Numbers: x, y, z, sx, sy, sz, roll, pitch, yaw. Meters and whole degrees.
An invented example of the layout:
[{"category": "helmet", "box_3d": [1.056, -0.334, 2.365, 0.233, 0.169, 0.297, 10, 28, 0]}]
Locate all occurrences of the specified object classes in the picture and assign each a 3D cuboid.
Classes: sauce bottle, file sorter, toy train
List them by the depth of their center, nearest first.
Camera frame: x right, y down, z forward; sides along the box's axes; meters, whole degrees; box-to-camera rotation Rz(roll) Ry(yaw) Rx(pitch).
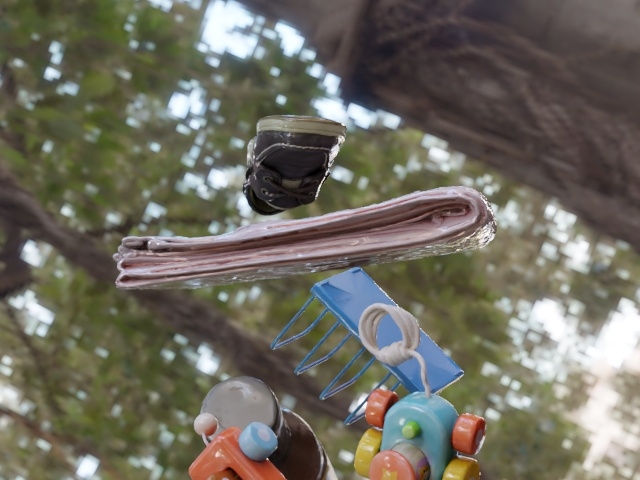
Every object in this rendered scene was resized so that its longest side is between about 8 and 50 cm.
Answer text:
[{"category": "toy train", "box_3d": [0.001, 0.112, 0.855, 0.166, 0.125, 0.046, -43, -8, 33]}, {"category": "sauce bottle", "box_3d": [-0.045, 0.225, 1.653, 0.111, 0.111, 0.344, -57, -23, -17]}, {"category": "file sorter", "box_3d": [0.047, 0.131, 1.915, 0.104, 0.170, 0.118, -49, -12, 23]}]

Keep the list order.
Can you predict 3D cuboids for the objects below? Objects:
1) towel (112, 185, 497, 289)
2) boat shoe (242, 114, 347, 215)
[{"category": "towel", "box_3d": [0.000, 0.000, 1.574, 0.332, 0.317, 0.053, 7, -105, -83]}, {"category": "boat shoe", "box_3d": [-0.026, -0.063, 1.550, 0.223, 0.080, 0.073, 153, 123, -78]}]
